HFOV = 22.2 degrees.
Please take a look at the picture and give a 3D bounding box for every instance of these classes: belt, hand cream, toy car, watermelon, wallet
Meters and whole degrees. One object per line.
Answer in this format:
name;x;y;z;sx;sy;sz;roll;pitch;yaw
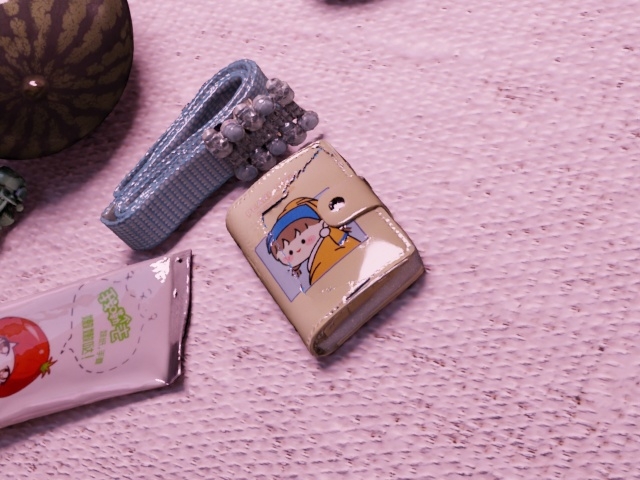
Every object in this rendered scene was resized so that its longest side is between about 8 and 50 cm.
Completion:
belt;-0.094;-0.061;1.299;0.179;0.065;0.100;-48;39;-2
hand cream;-0.255;0.097;1.298;0.336;0.076;0.121;-15;54;15
toy car;-0.314;-0.047;1.431;0.143;0.054;0.073;28;79;37
watermelon;-0.260;-0.170;1.379;0.212;0.212;0.212;-16;53;23
wallet;0.000;0.000;1.208;0.110;0.039;0.155;-41;48;4
